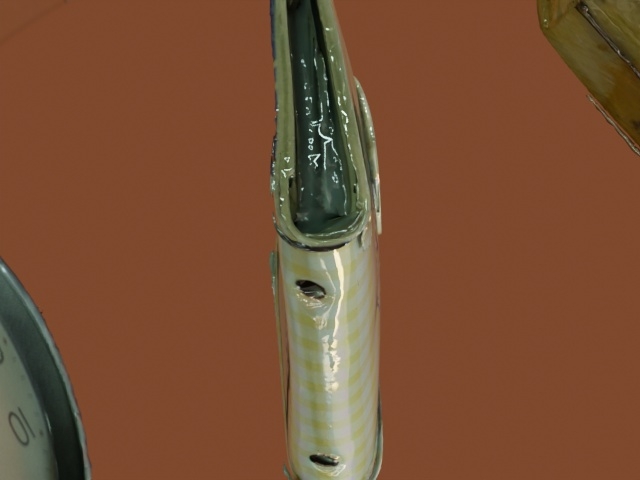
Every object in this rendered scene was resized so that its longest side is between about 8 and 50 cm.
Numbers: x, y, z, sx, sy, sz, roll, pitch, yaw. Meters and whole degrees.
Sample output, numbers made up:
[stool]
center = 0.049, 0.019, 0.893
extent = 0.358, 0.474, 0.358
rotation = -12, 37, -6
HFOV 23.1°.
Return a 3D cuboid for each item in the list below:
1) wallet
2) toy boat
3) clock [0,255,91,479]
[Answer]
[wallet]
center = 0.000, 0.000, 0.951
extent = 0.077, 0.309, 0.223
rotation = -1, 55, 0
[toy boat]
center = 0.180, -0.068, 0.693
extent = 0.226, 0.068, 0.088
rotation = 46, 72, -3
[clock]
center = -0.264, 0.108, 1.011
extent = 0.067, 0.325, 0.325
rotation = -26, 79, 18
